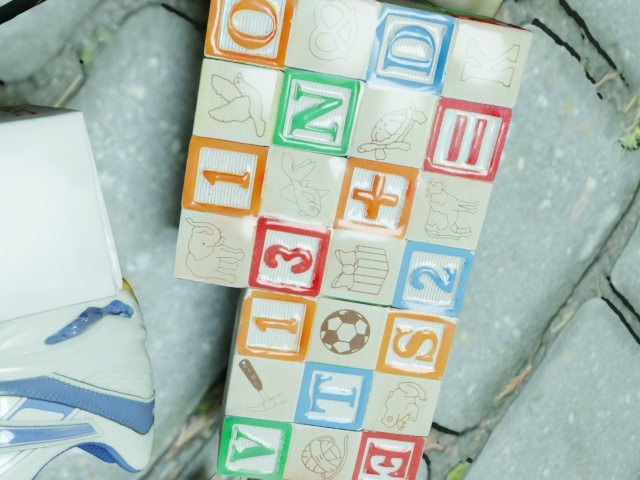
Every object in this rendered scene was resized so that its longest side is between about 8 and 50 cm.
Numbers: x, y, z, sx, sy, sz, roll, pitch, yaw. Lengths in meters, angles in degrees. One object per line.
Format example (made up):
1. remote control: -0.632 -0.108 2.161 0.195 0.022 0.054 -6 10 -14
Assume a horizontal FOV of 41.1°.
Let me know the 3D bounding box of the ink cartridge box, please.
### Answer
1. ink cartridge box: -0.225 -0.006 0.406 0.220 0.160 0.092 -14 106 -25

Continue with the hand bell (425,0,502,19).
1. hand bell: -0.015 -0.196 0.521 0.242 0.126 0.126 -1 102 -14

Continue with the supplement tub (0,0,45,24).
1. supplement tub: -0.185 -0.172 0.323 0.338 0.207 0.207 -40 117 -30

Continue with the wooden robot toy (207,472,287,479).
1. wooden robot toy: -0.012 0.169 0.610 0.173 0.076 0.079 20 81 -30

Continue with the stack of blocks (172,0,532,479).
1. stack of blocks: 0.000 0.000 0.525 0.171 0.087 0.297 8 109 -7

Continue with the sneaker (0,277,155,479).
1. sneaker: -0.217 0.111 0.434 0.297 0.112 0.130 -16 93 -31
